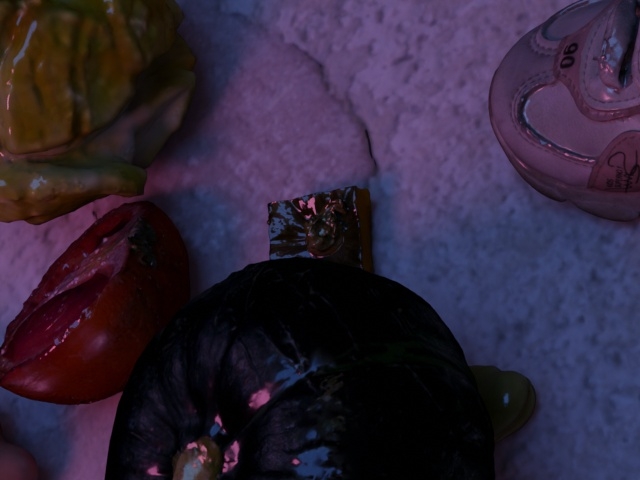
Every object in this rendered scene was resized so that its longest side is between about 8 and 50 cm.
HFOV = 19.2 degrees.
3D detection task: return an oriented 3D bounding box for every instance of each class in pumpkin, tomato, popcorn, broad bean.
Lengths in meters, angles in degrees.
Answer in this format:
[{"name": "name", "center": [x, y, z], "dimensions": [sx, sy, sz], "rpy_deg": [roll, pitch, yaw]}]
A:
[{"name": "pumpkin", "center": [-0.007, 0.168, 1.302], "dimensions": [0.315, 0.238, 0.315], "rpy_deg": [-22, 62, 49]}, {"name": "tomato", "center": [-0.173, 0.065, 1.509], "dimensions": [0.173, 0.099, 0.189], "rpy_deg": [-37, 18, 27]}, {"name": "popcorn", "center": [-0.236, -0.140, 1.549], "dimensions": [0.276, 0.276, 0.226], "rpy_deg": [-6, 106, 25]}, {"name": "pumpkin", "center": [0.000, 0.000, 1.465], "dimensions": [0.083, 0.054, 0.074], "rpy_deg": [-11, 72, 18]}, {"name": "broad bean", "center": [0.116, 0.120, 1.368], "dimensions": [0.083, 0.045, 0.063], "rpy_deg": [-11, 69, 32]}]

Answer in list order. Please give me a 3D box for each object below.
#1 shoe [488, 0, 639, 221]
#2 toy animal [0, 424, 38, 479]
[{"name": "shoe", "center": [0.269, -0.129, 1.289], "dimensions": [0.351, 0.198, 0.172], "rpy_deg": [-4, 69, 25]}, {"name": "toy animal", "center": [-0.319, 0.197, 1.497], "dimensions": [0.171, 0.171, 0.198], "rpy_deg": [-2, 70, 26]}]
